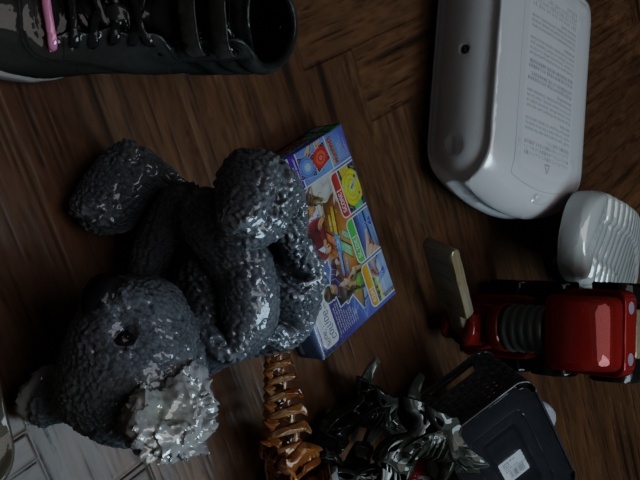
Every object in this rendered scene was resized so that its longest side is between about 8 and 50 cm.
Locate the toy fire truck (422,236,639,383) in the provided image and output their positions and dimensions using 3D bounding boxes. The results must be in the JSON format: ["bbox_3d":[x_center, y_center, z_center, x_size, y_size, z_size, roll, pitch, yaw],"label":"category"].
[{"bbox_3d":[0.232,0.082,1.034,0.246,0.217,0.158,5,87,-47],"label":"toy fire truck"}]

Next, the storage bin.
[{"bbox_3d":[0.195,0.231,1.011,0.122,0.084,0.180,-35,118,-10],"label":"storage bin"}]

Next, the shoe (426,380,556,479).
[{"bbox_3d":[0.196,0.232,1.110,0.178,0.081,0.063,-22,120,-15],"label":"shoe"}]

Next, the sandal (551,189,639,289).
[{"bbox_3d":[0.384,0.015,1.281,0.416,0.102,0.169,36,71,-59],"label":"sandal"}]

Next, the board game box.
[{"bbox_3d":[0.000,0.000,0.912,0.136,0.035,0.201,-37,116,-42],"label":"board game box"}]

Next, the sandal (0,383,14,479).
[{"bbox_3d":[-0.259,0.082,0.607,0.090,0.060,0.219,-28,110,-44],"label":"sandal"}]

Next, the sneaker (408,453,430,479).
[{"bbox_3d":[0.118,0.292,1.015,0.042,0.067,0.118,23,73,-46],"label":"sneaker"}]

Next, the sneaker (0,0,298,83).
[{"bbox_3d":[-0.140,-0.175,0.678,0.295,0.147,0.105,-8,97,-46],"label":"sneaker"}]

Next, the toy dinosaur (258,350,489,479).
[{"bbox_3d":[0.028,0.237,0.869,0.218,0.164,0.322,-36,138,-24],"label":"toy dinosaur"}]

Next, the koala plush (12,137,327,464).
[{"bbox_3d":[-0.115,0.066,0.679,0.221,0.196,0.203,-57,138,-36],"label":"koala plush"}]

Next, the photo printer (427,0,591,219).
[{"bbox_3d":[0.241,-0.181,1.127,0.256,0.107,0.308,10,83,-48],"label":"photo printer"}]
